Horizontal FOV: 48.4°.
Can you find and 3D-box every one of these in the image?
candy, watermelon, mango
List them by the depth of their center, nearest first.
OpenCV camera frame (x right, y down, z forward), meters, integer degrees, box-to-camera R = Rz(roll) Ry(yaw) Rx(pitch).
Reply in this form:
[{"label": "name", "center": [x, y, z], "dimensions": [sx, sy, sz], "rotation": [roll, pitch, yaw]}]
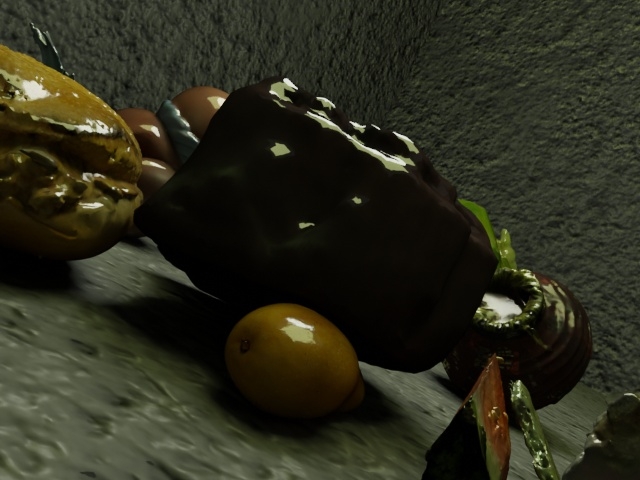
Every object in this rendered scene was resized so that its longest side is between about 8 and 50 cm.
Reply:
[{"label": "watermelon", "center": [0.125, 0.149, 0.559], "dimensions": [0.063, 0.119, 0.245], "rotation": [15, 1, 19]}, {"label": "mango", "center": [-0.013, 0.101, 0.583], "dimensions": [0.102, 0.084, 0.184], "rotation": [30, -2, 26]}, {"label": "candy", "center": [0.382, 0.256, 0.776], "dimensions": [0.195, 0.137, 0.185], "rotation": [29, 3, 27]}]

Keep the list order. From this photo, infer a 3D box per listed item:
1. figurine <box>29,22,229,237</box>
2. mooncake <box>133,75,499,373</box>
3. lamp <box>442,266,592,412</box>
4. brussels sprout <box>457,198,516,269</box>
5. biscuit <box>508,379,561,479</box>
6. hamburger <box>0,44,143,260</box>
[{"label": "figurine", "center": [-0.327, -0.146, 0.996], "dimensions": [0.388, 0.248, 0.277], "rotation": [28, -23, -35]}, {"label": "mooncake", "center": [0.000, 0.000, 0.764], "dimensions": [0.351, 0.212, 0.381], "rotation": [34, -12, -12]}, {"label": "lamp", "center": [0.296, 0.149, 1.101], "dimensions": [0.247, 0.247, 0.247], "rotation": [26, 2, -1]}, {"label": "brussels sprout", "center": [0.294, 0.093, 1.666], "dimensions": [0.276, 0.315, 0.371], "rotation": [-10, -65, 49]}, {"label": "biscuit", "center": [0.188, 0.187, 0.597], "dimensions": [0.203, 0.016, 0.144], "rotation": [26, 45, -72]}, {"label": "hamburger", "center": [-0.297, -0.090, 0.641], "dimensions": [0.290, 0.170, 0.314], "rotation": [22, 4, -18]}]
